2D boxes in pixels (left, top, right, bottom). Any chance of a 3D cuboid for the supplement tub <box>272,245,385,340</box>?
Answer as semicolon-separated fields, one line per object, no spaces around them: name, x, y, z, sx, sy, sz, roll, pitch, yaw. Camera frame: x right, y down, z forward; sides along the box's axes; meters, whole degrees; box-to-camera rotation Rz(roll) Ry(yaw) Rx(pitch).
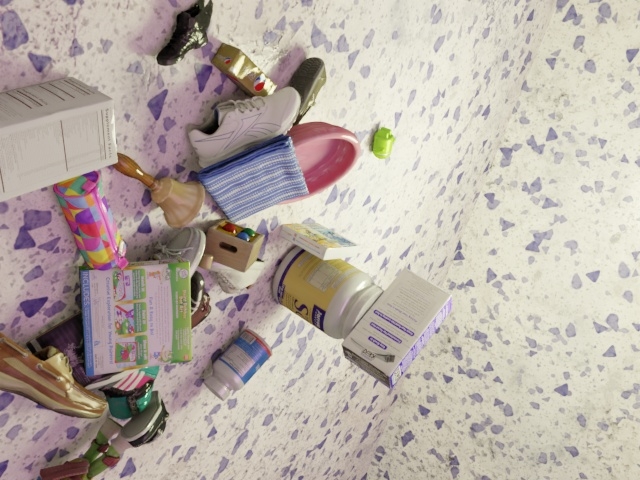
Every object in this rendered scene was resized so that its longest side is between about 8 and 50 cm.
supplement tub;0.032;0.177;2.147;0.241;0.331;0.241;-38;144;-34

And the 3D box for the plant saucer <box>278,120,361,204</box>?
plant saucer;-0.053;-0.219;1.787;0.332;0.084;0.332;-21;160;-8

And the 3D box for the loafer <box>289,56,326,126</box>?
loafer;-0.052;-0.373;1.758;0.251;0.094;0.087;-57;147;-7

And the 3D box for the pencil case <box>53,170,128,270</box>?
pencil case;-0.482;-0.040;1.380;0.104;0.104;0.236;-42;146;-29

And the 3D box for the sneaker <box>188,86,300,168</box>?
sneaker;-0.181;-0.286;1.560;0.297;0.111;0.129;-34;138;-5

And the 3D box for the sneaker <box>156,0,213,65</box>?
sneaker;-0.288;-0.443;1.371;0.170;0.051;0.089;-45;148;-35

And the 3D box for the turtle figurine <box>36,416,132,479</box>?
turtle figurine;-0.586;0.634;1.729;0.266;0.274;0.198;-52;-174;-16

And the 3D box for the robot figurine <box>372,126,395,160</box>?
robot figurine;0.216;-0.333;2.248;0.101;0.067;0.115;-47;151;-46

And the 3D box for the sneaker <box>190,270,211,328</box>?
sneaker;-0.348;0.155;1.760;0.162;0.106;0.281;-35;162;-51

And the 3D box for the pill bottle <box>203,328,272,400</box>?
pill bottle;-0.269;0.403;2.093;0.221;0.124;0.124;-47;149;-22

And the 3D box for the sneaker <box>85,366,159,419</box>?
sneaker;-0.534;0.382;1.666;0.295;0.123;0.179;-12;116;-55

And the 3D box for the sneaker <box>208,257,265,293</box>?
sneaker;-0.262;0.098;1.843;0.290;0.105;0.123;15;101;-62

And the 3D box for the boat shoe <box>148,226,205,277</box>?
boat shoe;-0.410;0.087;1.598;0.320;0.118;0.103;-48;129;-7

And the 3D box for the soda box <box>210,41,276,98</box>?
soda box;-0.181;-0.399;1.564;0.058;0.061;0.181;-59;151;-2

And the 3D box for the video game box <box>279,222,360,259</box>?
video game box;0.000;0.000;2.087;0.205;0.187;0.048;-4;116;-57

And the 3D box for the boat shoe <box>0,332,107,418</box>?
boat shoe;-0.596;0.289;1.402;0.324;0.122;0.120;38;68;-38

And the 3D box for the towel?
towel;-0.161;-0.145;1.671;0.243;0.040;0.336;-23;160;-1

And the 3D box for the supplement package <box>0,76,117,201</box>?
supplement package;-0.508;-0.187;1.164;0.244;0.133;0.139;-29;139;-43

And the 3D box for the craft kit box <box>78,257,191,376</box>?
craft kit box;-0.426;0.173;1.512;0.246;0.061;0.250;-3;100;-24

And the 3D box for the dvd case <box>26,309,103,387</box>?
dvd case;-0.536;0.243;1.508;0.221;0.018;0.165;-33;113;-20

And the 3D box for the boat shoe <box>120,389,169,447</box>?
boat shoe;-0.454;0.489;1.735;0.114;0.091;0.302;-25;-172;-2

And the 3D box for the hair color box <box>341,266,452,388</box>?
hair color box;0.241;0.268;2.023;0.339;0.185;0.110;-46;150;-23

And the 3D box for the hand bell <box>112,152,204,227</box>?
hand bell;-0.388;-0.133;1.466;0.126;0.126;0.242;-58;139;-4

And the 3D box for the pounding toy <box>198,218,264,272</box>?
pounding toy;-0.263;0.007;1.707;0.206;0.181;0.094;-58;168;-74
